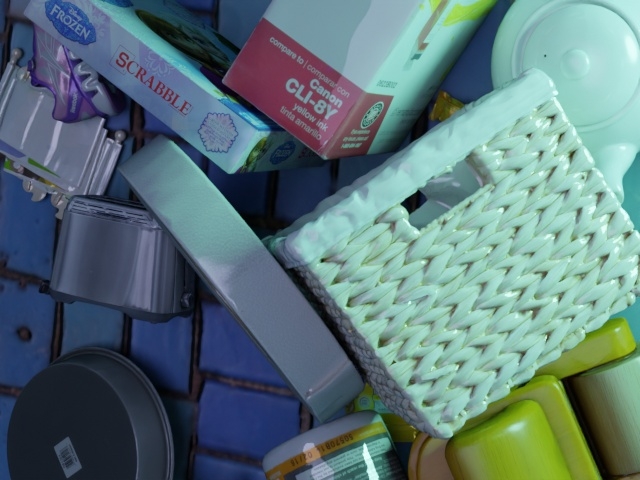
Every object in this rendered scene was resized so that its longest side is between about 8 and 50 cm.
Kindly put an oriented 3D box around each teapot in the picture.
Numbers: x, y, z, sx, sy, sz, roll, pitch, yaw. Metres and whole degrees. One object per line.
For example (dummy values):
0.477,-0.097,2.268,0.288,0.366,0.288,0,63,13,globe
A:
0.304,-0.208,1.469,0.256,0.187,0.252,33,105,15,teapot

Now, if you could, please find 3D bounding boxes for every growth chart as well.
-0.386,-0.141,1.814,0.237,0.021,0.172,36,107,13,growth chart

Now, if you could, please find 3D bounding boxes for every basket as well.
0.143,0.017,1.426,0.328,0.331,0.266,-35,94,-7,basket

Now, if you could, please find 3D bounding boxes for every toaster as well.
-0.271,0.021,1.735,0.227,0.129,0.146,11,95,20,toaster

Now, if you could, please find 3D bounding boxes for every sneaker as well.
-0.363,-0.261,1.748,0.105,0.095,0.236,-25,87,13,sneaker

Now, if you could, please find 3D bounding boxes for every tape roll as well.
-0.093,0.046,1.501,0.072,0.392,0.392,-39,81,-7,tape roll

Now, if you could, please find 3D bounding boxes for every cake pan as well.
-0.333,0.296,1.786,0.293,0.054,0.293,0,90,34,cake pan

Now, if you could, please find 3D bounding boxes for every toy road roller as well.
0.263,0.244,1.477,0.330,0.240,0.202,-22,91,10,toy road roller

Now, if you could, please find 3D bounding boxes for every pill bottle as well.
0.051,0.357,1.534,0.162,0.162,0.278,-29,75,20,pill bottle

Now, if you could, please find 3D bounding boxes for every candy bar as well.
0.210,-0.135,1.599,0.161,0.018,0.040,30,106,14,candy bar

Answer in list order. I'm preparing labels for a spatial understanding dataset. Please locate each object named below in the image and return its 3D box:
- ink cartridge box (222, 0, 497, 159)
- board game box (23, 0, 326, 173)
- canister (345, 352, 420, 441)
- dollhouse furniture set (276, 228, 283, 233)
0.094,-0.296,1.484,0.160,0.279,0.384,38,107,14,ink cartridge box
-0.153,-0.202,1.566,0.318,0.319,0.066,38,105,12,board game box
0.088,0.169,1.647,0.126,0.073,0.169,-2,93,20,canister
0.000,0.000,1.696,0.114,0.091,0.081,-35,40,-2,dollhouse furniture set
